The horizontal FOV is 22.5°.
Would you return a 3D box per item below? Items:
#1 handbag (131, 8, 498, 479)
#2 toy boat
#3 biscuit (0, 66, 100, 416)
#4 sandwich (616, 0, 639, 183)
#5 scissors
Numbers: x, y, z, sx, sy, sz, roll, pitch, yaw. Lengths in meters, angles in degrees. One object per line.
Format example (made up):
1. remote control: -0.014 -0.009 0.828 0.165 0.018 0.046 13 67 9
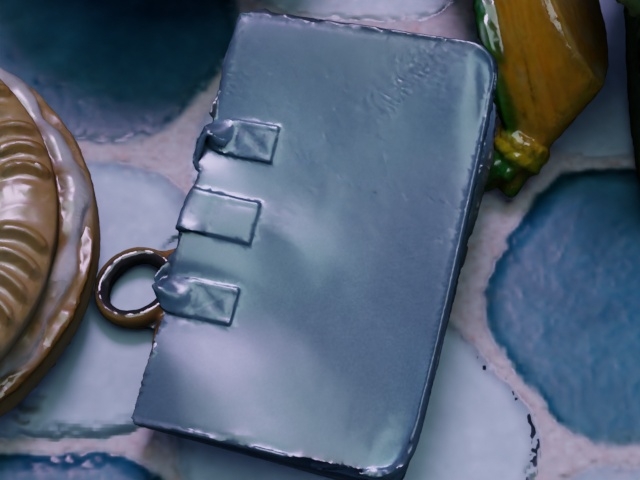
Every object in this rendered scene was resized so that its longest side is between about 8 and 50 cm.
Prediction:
1. handbag: 0.000 0.000 0.785 0.144 0.057 0.221 14 78 5
2. toy boat: 0.098 -0.135 0.883 0.088 0.089 0.230 -26 60 29
3. biscuit: -0.238 -0.001 0.792 0.259 0.079 0.259 0 63 -1
4. sandwich: 0.203 -0.152 0.763 0.162 0.301 0.250 6 78 -15
5. scissors: -0.015 -0.013 0.843 0.220 0.017 0.088 -40 68 -20
